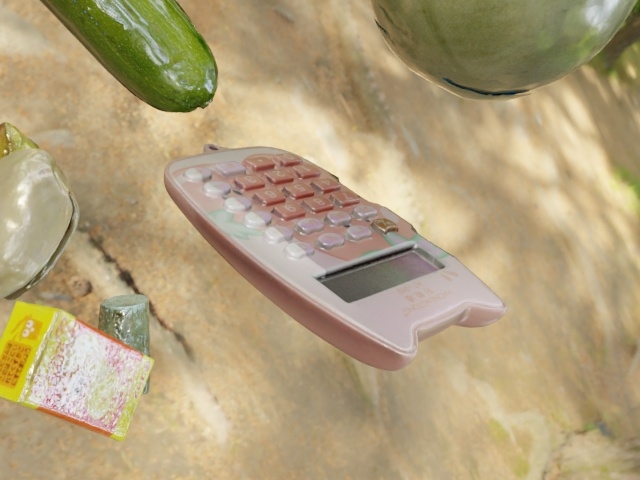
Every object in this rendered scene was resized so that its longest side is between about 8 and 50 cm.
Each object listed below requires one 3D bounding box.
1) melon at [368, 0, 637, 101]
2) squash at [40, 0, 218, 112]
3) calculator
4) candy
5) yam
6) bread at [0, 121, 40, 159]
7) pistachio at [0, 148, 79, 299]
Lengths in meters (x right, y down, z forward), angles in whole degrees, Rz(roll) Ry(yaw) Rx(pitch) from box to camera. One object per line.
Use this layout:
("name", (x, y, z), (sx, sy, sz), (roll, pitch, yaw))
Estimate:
("melon", (0.170, -0.277, 0.867), (0.330, 0.268, 0.269), (99, -22, -66))
("squash", (-0.197, -0.224, 0.713), (0.331, 0.087, 0.087), (48, 30, -28))
("calculator", (0.000, 0.000, 0.866), (0.329, 0.048, 0.220), (39, 34, 27))
("candy", (-0.372, 0.202, 1.412), (0.276, 0.088, 0.146), (45, 59, -60))
("yam", (-0.381, 0.200, 1.815), (0.107, 0.107, 0.194), (8, 81, -61))
("bread", (-0.502, -0.087, 1.591), (0.088, 0.160, 0.233), (-21, 103, -34))
("pistachio", (-0.429, -0.023, 1.342), (0.126, 0.152, 0.223), (32, 73, -85))
